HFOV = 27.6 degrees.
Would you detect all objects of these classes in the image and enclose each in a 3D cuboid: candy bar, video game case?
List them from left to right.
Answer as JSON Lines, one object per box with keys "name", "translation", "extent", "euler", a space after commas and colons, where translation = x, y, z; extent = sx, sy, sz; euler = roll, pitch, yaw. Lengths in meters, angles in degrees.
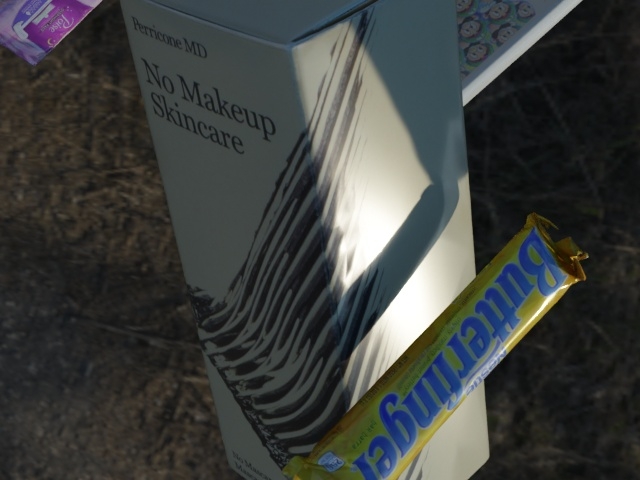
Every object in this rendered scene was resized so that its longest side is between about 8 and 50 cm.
{"name": "candy bar", "translation": [0.051, 0.052, 0.539], "extent": [0.161, 0.018, 0.040], "euler": [-45, 99, -15]}
{"name": "video game case", "translation": [0.093, -0.167, 0.878], "extent": [0.157, 0.143, 0.019], "euler": [-42, 142, -3]}

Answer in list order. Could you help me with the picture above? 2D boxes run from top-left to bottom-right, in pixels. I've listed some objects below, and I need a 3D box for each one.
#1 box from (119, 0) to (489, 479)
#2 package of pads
{"name": "box", "translation": [0.002, 0.003, 0.584], "extent": [0.094, 0.113, 0.275], "euler": [-35, 131, -31]}
{"name": "package of pads", "translation": [-0.176, -0.156, 0.838], "extent": [0.083, 0.032, 0.050], "euler": [-39, 133, 21]}
